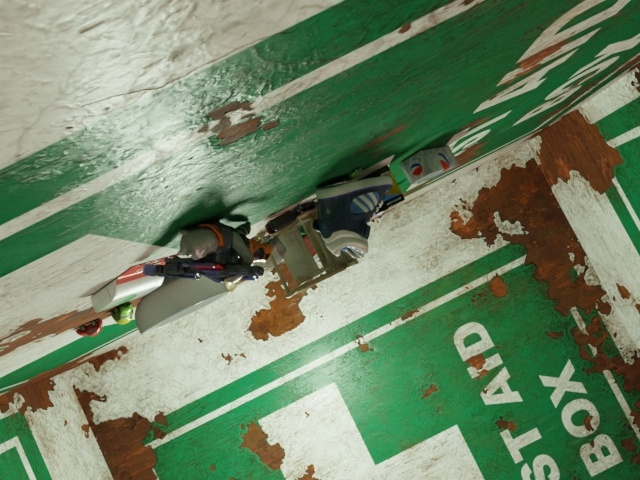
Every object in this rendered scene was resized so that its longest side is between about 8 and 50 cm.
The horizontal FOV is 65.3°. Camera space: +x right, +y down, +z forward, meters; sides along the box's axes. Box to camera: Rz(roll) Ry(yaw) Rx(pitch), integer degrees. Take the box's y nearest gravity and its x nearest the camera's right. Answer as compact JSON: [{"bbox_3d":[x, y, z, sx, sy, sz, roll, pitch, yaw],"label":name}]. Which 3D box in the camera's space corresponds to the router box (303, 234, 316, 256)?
[{"bbox_3d":[0.000,0.000,2.130,0.301,0.082,0.335,-47,174,0],"label":"router box"}]

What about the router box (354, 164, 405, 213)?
[{"bbox_3d":[0.174,-0.154,1.683,0.178,0.133,0.046,-27,176,-1],"label":"router box"}]

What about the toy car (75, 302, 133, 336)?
[{"bbox_3d":[-0.780,0.296,1.901,0.225,0.053,0.239,-30,175,39],"label":"toy car"}]

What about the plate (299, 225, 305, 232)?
[{"bbox_3d":[-0.024,-0.071,2.224,0.188,0.024,0.188,-27,175,-3],"label":"plate"}]

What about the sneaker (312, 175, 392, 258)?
[{"bbox_3d":[0.120,-0.067,1.552,0.130,0.236,0.322,-3,-170,46],"label":"sneaker"}]

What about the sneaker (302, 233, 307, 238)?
[{"bbox_3d":[-0.029,0.006,2.591,0.300,0.111,0.121,-26,172,-35],"label":"sneaker"}]

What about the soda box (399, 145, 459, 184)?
[{"bbox_3d":[0.406,-0.280,1.834,0.098,0.091,0.286,-30,175,35],"label":"soda box"}]

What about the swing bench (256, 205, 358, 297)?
[{"bbox_3d":[-0.045,0.027,1.738,0.254,0.253,0.165,-24,175,-24],"label":"swing bench"}]

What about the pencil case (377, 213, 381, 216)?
[{"bbox_3d":[0.314,-0.186,2.434,0.086,0.088,0.206,-26,175,-32],"label":"pencil case"}]

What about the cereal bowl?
[{"bbox_3d":[-0.507,0.198,1.779,0.338,0.141,0.339,-26,176,-2],"label":"cereal bowl"}]

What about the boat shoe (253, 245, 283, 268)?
[{"bbox_3d":[-0.188,0.034,2.035,0.079,0.095,0.254,13,-140,44],"label":"boat shoe"}]

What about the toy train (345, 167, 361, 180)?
[{"bbox_3d":[0.099,-0.197,1.497,0.023,0.017,0.083,-13,171,-21],"label":"toy train"}]

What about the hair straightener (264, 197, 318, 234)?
[{"bbox_3d":[-0.067,-0.087,1.611,0.230,0.047,0.089,-24,175,-29],"label":"hair straightener"}]

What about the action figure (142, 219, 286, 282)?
[{"bbox_3d":[-0.280,0.019,1.291,0.341,0.179,0.330,0,175,14],"label":"action figure"}]

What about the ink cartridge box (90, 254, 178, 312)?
[{"bbox_3d":[-0.512,0.119,1.413,0.224,0.056,0.181,-27,176,32],"label":"ink cartridge box"}]

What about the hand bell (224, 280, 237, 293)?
[{"bbox_3d":[-0.353,0.107,2.027,0.126,0.126,0.242,-22,162,-43],"label":"hand bell"}]

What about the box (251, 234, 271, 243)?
[{"bbox_3d":[-0.260,0.020,1.876,0.137,0.027,0.094,-29,174,35],"label":"box"}]
